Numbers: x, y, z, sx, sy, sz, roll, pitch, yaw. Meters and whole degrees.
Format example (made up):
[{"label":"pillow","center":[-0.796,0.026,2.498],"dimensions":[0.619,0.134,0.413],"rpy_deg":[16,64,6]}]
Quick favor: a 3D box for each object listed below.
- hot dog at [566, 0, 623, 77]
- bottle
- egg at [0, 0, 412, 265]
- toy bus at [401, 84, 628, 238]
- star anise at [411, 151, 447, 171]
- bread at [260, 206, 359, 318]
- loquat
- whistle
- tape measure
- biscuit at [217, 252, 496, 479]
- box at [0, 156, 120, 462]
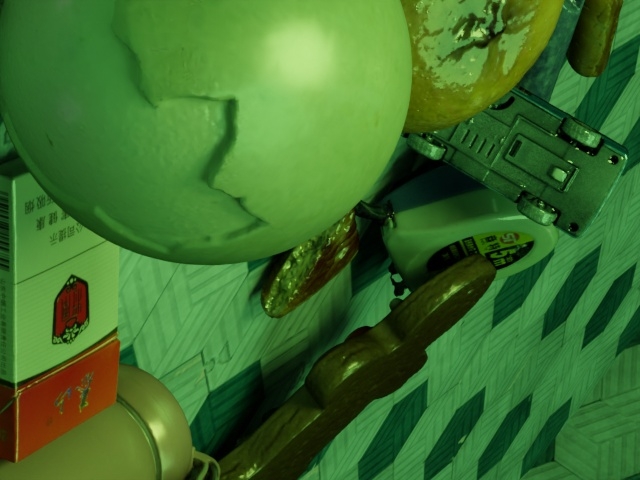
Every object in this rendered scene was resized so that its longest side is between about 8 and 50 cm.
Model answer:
[{"label":"hot dog","center":[0.328,-0.282,2.391],"dimensions":[0.249,0.068,0.100],"rpy_deg":[86,12,-67]},{"label":"bottle","center":[-0.226,0.225,1.671],"dimensions":[0.297,0.206,0.173],"rpy_deg":[-32,152,-53]},{"label":"egg","center":[-0.086,-0.122,1.327],"dimensions":[0.278,0.278,0.336],"rpy_deg":[-58,159,6]},{"label":"toy bus","center":[0.204,-0.110,2.116],"dimensions":[0.113,0.246,0.134],"rpy_deg":[-61,172,13]},{"label":"star anise","center":[0.180,-0.189,2.270],"dimensions":[0.148,0.218,0.227],"rpy_deg":[7,74,-37]},{"label":"bread","center":[0.002,0.009,2.103],"dimensions":[0.154,0.054,0.136],"rpy_deg":[-56,161,16]},{"label":"loquat","center":[0.076,-0.221,1.605],"dimensions":[0.263,0.263,0.263],"rpy_deg":[-47,159,-24]},{"label":"whistle","center":[0.261,-0.212,2.359],"dimensions":[0.062,0.062,0.304],"rpy_deg":[-40,155,-39]},{"label":"tape measure","center":[0.147,-0.039,2.220],"dimensions":[0.215,0.098,0.351],"rpy_deg":[-17,159,8]},{"label":"biscuit","center":[0.030,0.157,2.281],"dimensions":[0.432,0.064,0.283],"rpy_deg":[-45,165,14]},{"label":"box","center":[-0.211,0.042,1.561],"dimensions":[0.139,0.035,0.245],"rpy_deg":[-29,128,-54]}]
